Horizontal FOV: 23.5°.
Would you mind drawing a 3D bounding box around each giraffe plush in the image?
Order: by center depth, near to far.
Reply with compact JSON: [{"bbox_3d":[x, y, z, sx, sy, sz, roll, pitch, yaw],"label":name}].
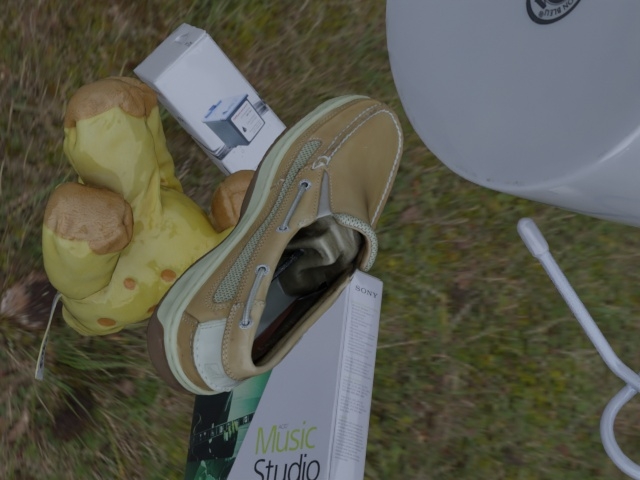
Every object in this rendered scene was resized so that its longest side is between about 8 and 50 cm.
[{"bbox_3d":[-0.089,0.004,1.033,0.170,0.181,0.210,9,96,-1],"label":"giraffe plush"}]

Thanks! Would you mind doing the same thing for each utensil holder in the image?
[{"bbox_3d":[0.288,-0.155,1.132,0.385,0.327,0.328,8,85,-40],"label":"utensil holder"}]

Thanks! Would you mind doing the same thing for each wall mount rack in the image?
[{"bbox_3d":[0.358,0.047,1.407,0.350,0.130,0.304,-37,59,-26],"label":"wall mount rack"}]

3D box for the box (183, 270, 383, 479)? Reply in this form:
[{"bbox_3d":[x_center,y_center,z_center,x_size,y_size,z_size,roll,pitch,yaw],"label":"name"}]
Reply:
[{"bbox_3d":[-0.048,0.202,1.633,0.058,0.232,0.322,25,62,-39],"label":"box"}]

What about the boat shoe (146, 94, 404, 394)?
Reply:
[{"bbox_3d":[0.000,0.000,0.715,0.068,0.072,0.190,54,51,-29],"label":"boat shoe"}]

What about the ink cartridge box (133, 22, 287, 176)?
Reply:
[{"bbox_3d":[-0.102,-0.133,1.657,0.082,0.139,0.191,-44,109,-3],"label":"ink cartridge box"}]
